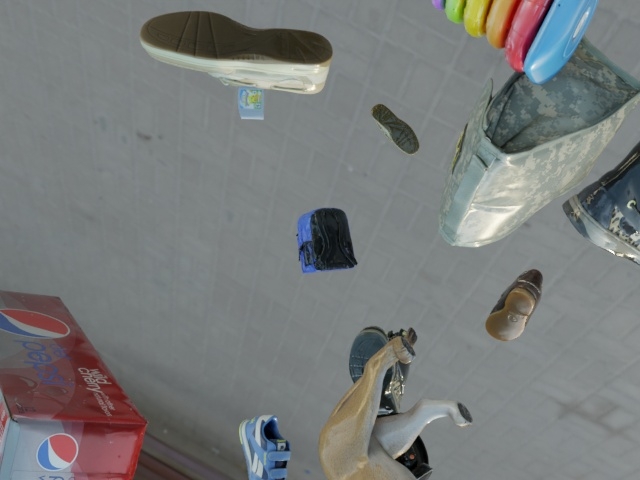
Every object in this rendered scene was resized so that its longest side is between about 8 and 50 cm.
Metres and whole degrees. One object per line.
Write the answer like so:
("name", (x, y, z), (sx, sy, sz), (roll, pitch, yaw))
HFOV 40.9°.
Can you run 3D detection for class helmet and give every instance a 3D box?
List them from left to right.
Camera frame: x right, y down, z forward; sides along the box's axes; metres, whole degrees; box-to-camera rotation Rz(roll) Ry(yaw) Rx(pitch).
("helmet", (0.115, 0.389, 1.525), (0.169, 0.169, 0.161), (26, 159, 6))

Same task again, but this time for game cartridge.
("game cartridge", (-0.146, -0.296, 1.798), (0.056, 0.083, 0.017), (1, -171, 2))

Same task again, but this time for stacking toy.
("stacking toy", (0.203, -0.339, 1.125), (0.302, 0.175, 0.166), (28, -168, 16))

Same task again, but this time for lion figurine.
("lion figurine", (0.074, 0.302, 0.981), (0.240, 0.392, 0.142), (-39, 128, 21))

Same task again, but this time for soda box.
("soda box", (-0.218, 0.116, 0.644), (0.092, 0.083, 0.263), (11, -170, -31))

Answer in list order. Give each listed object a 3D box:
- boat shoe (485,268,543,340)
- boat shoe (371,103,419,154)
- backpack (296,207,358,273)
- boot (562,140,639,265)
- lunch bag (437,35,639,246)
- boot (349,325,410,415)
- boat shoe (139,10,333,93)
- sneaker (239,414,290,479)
("boat shoe", (0.384, 0.128, 1.677), (0.073, 0.073, 0.207), (30, 149, 6))
("boat shoe", (0.163, -0.236, 1.838), (0.135, 0.050, 0.045), (52, -177, 10))
("backpack", (0.000, 0.000, 1.627), (0.098, 0.120, 0.101), (-4, 176, -34))
("boot", (0.654, -0.087, 1.555), (0.378, 0.138, 0.284), (18, 124, -29))
("lunch bag", (0.293, -0.136, 1.267), (0.169, 0.287, 0.235), (47, 152, 19))
("boot", (0.121, 0.218, 1.638), (0.085, 0.178, 0.236), (0, 125, 19))
("boat shoe", (-0.136, -0.288, 1.370), (0.303, 0.109, 0.098), (5, 145, -7))
("sneaker", (-0.072, 0.319, 1.240), (0.059, 0.144, 0.053), (-30, 157, 23))
